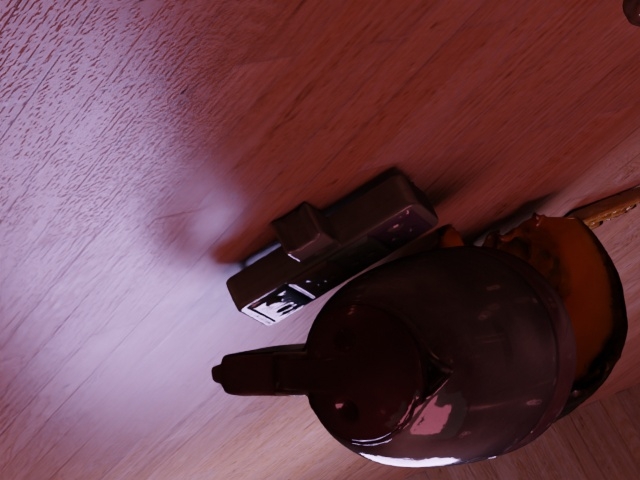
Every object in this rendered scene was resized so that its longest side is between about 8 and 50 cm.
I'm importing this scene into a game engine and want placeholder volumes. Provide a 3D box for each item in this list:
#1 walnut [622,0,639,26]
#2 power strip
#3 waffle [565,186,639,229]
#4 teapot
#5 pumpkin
[{"bbox_3d":[0.307,-0.217,1.429,0.140,0.140,0.162,-26,169,-9],"label":"walnut"},{"bbox_3d":[0.000,0.000,1.766,0.216,0.061,0.145,-32,158,10],"label":"power strip"},{"bbox_3d":[0.370,-0.029,2.373,0.153,0.023,0.097,-20,164,-31],"label":"waffle"},{"bbox_3d":[0.064,0.127,1.843,0.315,0.233,0.312,-5,179,31],"label":"teapot"},{"bbox_3d":[0.214,0.117,2.139,0.303,0.256,0.225,-4,158,-25],"label":"pumpkin"}]
